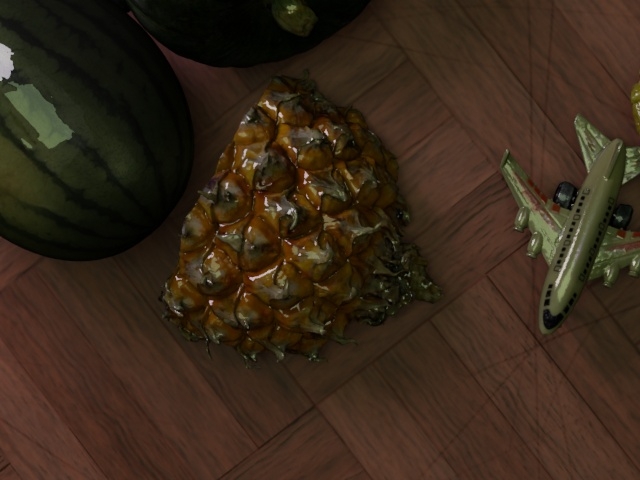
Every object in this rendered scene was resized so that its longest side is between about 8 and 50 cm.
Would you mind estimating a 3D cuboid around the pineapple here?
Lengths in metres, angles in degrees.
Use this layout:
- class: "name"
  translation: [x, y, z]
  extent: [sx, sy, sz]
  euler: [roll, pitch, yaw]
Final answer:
- class: "pineapple"
  translation: [0.003, 0.001, 1.877]
  extent: [0.286, 0.209, 0.344]
  euler: [23, 92, 6]

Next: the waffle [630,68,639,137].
- class: "waffle"
  translation: [0.415, -0.113, 1.881]
  extent: [0.149, 0.051, 0.194]
  euler: [-7, 73, -26]

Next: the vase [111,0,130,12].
- class: "vase"
  translation: [-0.179, -0.376, 1.950]
  extent: [0.115, 0.115, 0.237]
  euler: [41, 99, 4]

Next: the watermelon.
- class: "watermelon"
  translation: [-0.303, -0.144, 1.875]
  extent: [0.359, 0.279, 0.279]
  euler: [45, 96, -2]

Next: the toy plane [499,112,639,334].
- class: "toy plane"
  translation: [0.293, -0.010, 1.901]
  extent: [0.229, 0.092, 0.244]
  euler: [21, 93, 4]

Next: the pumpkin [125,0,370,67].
- class: "pumpkin"
  translation: [-0.070, -0.308, 1.836]
  extent: [0.300, 0.300, 0.207]
  euler: [-24, 66, 7]
